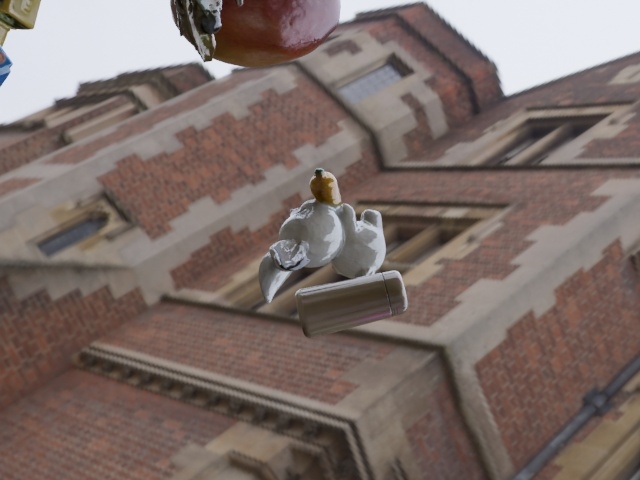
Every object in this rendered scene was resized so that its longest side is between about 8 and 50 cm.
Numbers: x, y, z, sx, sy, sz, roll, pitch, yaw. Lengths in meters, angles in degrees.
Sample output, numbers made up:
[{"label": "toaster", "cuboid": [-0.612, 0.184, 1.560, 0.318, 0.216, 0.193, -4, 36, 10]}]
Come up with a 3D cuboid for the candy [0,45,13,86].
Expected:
[{"label": "candy", "cuboid": [-0.558, -0.299, 1.276, 0.306, 0.157, 0.100, 53, -43, 0]}]

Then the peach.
[{"label": "peach", "cuboid": [-0.123, -0.472, 1.902, 0.332, 0.308, 0.308, 14, -40, -7]}]

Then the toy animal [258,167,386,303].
[{"label": "toy animal", "cuboid": [0.000, 0.000, 1.175, 0.131, 0.181, 0.127, -54, -133, 30]}]

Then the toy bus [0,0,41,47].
[{"label": "toy bus", "cuboid": [-0.508, -0.452, 1.600, 0.123, 0.121, 0.336, 12, -93, 8]}]

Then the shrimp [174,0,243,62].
[{"label": "shrimp", "cuboid": [-0.160, -0.275, 0.805, 0.168, 0.077, 0.317, -5, -49, 14]}]

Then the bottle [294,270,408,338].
[{"label": "bottle", "cuboid": [0.028, 0.056, 0.878, 0.045, 0.096, 0.045, -12, 90, -90]}]
